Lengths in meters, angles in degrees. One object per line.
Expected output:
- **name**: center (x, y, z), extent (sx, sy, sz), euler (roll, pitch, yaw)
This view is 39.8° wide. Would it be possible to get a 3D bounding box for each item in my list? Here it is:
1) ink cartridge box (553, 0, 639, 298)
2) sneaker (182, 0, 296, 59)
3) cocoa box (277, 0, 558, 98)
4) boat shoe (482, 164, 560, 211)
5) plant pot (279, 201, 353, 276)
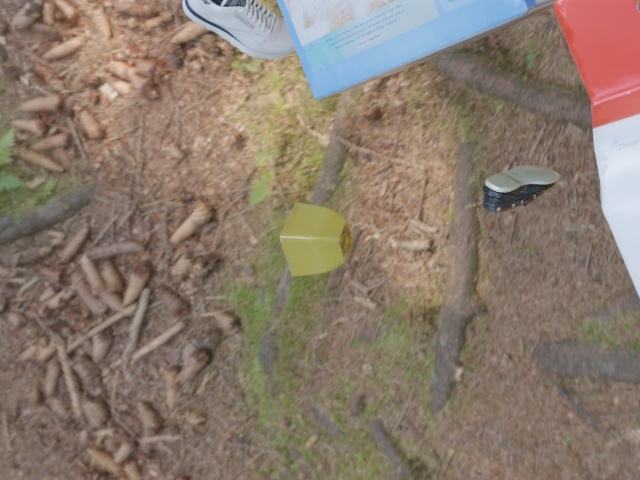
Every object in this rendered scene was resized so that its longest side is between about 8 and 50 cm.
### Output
- **ink cartridge box**: center (0.268, -0.075, 0.576), extent (0.189, 0.066, 0.232), euler (-17, 108, 40)
- **sneaker**: center (-0.136, -0.413, 1.638), extent (0.235, 0.090, 0.095), euler (19, 156, -21)
- **cocoa box**: center (0.134, -0.350, 1.104), extent (0.347, 0.228, 0.232), euler (-14, 102, 46)
- **boat shoe**: center (0.262, -0.069, 1.163), extent (0.049, 0.133, 0.042), euler (37, 131, 40)
- **plant pot**: center (0.000, 0.000, 1.290), extent (0.083, 0.081, 0.082), euler (3, 132, 21)
